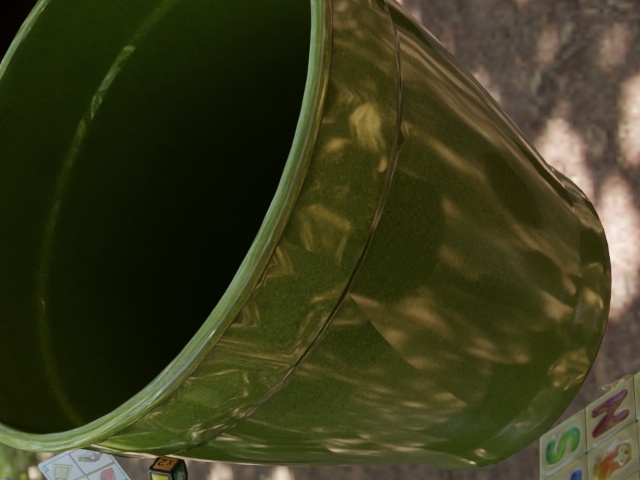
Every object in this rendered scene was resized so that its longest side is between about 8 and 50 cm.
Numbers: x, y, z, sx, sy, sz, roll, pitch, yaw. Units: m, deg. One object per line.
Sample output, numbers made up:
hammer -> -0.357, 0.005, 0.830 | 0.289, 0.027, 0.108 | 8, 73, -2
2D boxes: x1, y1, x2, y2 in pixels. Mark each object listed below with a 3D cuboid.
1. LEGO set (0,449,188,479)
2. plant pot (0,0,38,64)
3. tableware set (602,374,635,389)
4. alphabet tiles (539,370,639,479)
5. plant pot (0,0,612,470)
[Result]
LEGO set -> -0.168, 0.249, 1.149 | 0.244, 0.060, 0.182 | -28, 103, 36
plant pot -> -0.322, -0.231, 1.483 | 0.254, 0.237, 0.237 | 35, 130, 44
tableware set -> 0.437, 0.186, 1.806 | 0.168, 0.141, 0.020 | 35, 126, 54
alphabet tiles -> 0.261, 0.206, 1.201 | 0.342, 0.011, 0.285 | -40, 22, 32
plant pot -> 0.000, 0.000, 0.990 | 0.366, 0.353, 0.366 | -26, 53, 40
